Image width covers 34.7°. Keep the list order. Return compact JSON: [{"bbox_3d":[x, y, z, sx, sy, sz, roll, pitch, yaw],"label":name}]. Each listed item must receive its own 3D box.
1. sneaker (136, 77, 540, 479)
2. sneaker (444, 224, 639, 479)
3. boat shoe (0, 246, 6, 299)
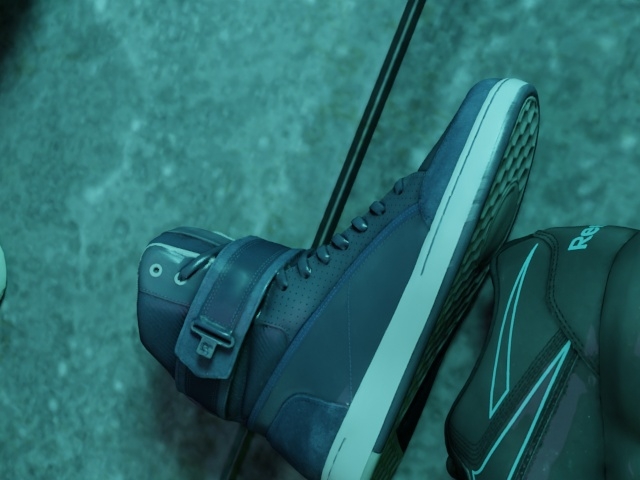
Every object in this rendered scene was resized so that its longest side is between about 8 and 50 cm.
[{"bbox_3d":[-0.001,0.001,0.510,0.163,0.086,0.226,30,104,21],"label":"sneaker"},{"bbox_3d":[0.113,0.122,0.463,0.106,0.101,0.268,8,88,40],"label":"sneaker"},{"bbox_3d":[-0.314,0.039,0.675,0.227,0.068,0.081,-18,82,25],"label":"boat shoe"}]
